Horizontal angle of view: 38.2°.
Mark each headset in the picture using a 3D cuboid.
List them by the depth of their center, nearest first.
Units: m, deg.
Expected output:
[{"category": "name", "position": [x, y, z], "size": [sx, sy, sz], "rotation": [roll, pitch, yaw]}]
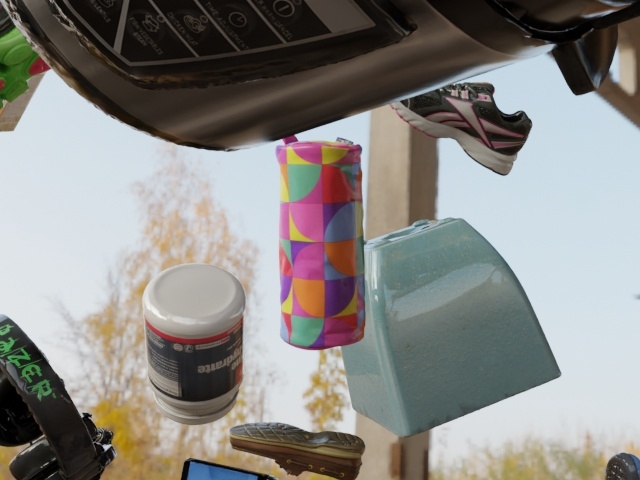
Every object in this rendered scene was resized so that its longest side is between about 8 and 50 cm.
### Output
[{"category": "headset", "position": [-0.364, 0.243, 1.267], "size": [0.185, 0.243, 0.394], "rotation": [-31, -25, -30]}]

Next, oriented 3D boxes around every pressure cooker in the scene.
[{"category": "pressure cooker", "position": [0.024, -0.273, 0.573], "size": [0.420, 0.375, 0.370], "rotation": [-12, -14, 38]}]

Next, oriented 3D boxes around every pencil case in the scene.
[{"category": "pencil case", "position": [0.000, 0.000, 1.016], "size": [0.104, 0.236, 0.104], "rotation": [-1, 6, 0]}]

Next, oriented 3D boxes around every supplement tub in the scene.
[{"category": "supplement tub", "position": [-0.237, 0.197, 1.757], "size": [0.191, 0.191, 0.272], "rotation": [4, -53, -1]}]

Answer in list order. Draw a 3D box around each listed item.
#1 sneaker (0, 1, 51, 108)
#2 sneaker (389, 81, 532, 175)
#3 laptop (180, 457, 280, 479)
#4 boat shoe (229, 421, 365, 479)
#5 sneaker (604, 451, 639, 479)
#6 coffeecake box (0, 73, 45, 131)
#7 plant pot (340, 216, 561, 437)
[{"category": "sneaker", "position": [-0.538, -0.336, 1.465], "size": [0.202, 0.483, 0.185], "rotation": [42, -33, 16]}, {"category": "sneaker", "position": [0.154, -0.149, 1.019], "size": [0.178, 0.072, 0.077], "rotation": [26, -62, -15]}, {"category": "laptop", "position": [-0.144, 0.498, 1.499], "size": [0.136, 0.234, 0.264], "rotation": [12, -6, -22]}, {"category": "boat shoe", "position": [-0.033, 0.275, 1.190], "size": [0.178, 0.060, 0.064], "rotation": [8, 9, 5]}, {"category": "sneaker", "position": [0.414, 0.336, 1.168], "size": [0.082, 0.069, 0.209], "rotation": [-19, -59, -1]}, {"category": "coffeecake box", "position": [-0.595, -0.316, 1.706], "size": [0.142, 0.185, 0.068], "rotation": [40, 21, 10]}, {"category": "plant pot", "position": [0.155, 0.104, 1.336], "size": [0.247, 0.252, 0.248], "rotation": [-18, 4, -14]}]
